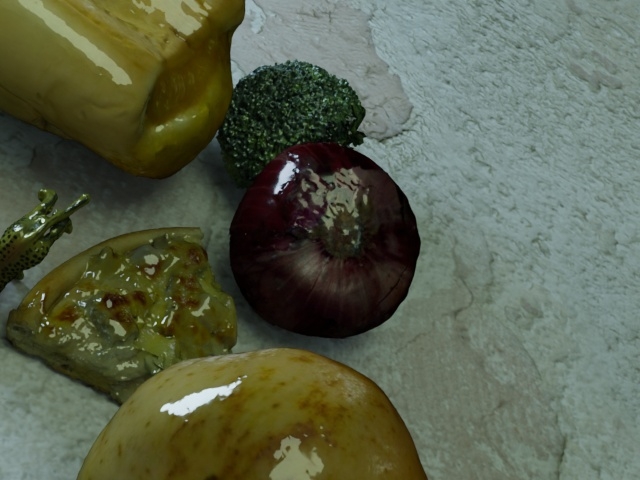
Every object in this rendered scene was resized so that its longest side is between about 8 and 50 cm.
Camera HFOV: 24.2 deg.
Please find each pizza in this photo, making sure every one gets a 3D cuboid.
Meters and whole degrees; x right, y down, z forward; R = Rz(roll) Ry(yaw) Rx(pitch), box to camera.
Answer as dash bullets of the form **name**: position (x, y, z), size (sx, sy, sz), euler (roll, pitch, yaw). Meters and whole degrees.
- **pizza**: position (-0.201, 0.084, 1.735), size (0.223, 0.089, 0.323), euler (45, 42, 14)

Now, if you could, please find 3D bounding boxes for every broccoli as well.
- **broccoli**: position (-0.041, -0.147, 1.997), size (0.198, 0.176, 0.226), euler (-3, 66, 16)

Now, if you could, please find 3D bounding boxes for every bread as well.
- **bread**: position (-0.292, -0.248, 1.864), size (0.394, 0.250, 0.361), euler (34, 45, -8)

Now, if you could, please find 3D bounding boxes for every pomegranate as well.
- **pomegranate**: position (-0.077, 0.285, 1.396), size (0.410, 0.410, 0.410), euler (19, 44, -20)

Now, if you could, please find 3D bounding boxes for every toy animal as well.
- **toy animal**: position (-0.336, 0.021, 1.638), size (0.073, 0.181, 0.136), euler (47, 26, -16)

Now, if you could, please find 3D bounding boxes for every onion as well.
- **onion**: position (0.000, 0.000, 1.872), size (0.252, 0.219, 0.252), euler (-1, 93, -15)
